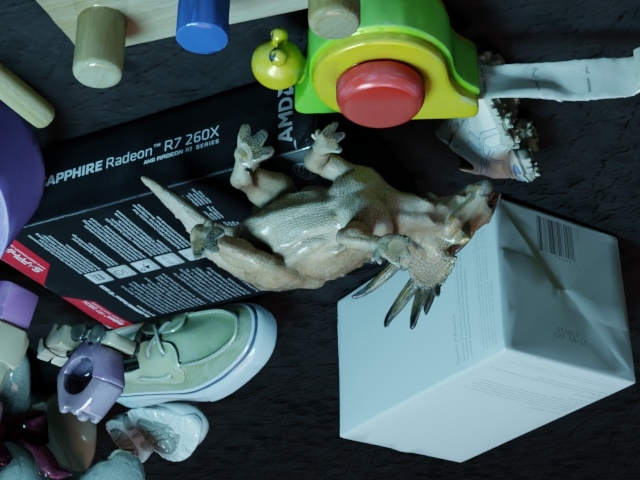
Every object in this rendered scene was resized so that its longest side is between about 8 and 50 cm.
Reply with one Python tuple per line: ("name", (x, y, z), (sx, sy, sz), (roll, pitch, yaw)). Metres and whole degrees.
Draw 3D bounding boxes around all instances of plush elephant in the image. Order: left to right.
("plush elephant", (-0.398, 0.262, 1.659), (0.272, 0.255, 0.330), (4, 145, -25))

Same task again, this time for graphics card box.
("graphics card box", (-0.115, -0.027, 1.261), (0.371, 0.094, 0.233), (-13, 148, 25))

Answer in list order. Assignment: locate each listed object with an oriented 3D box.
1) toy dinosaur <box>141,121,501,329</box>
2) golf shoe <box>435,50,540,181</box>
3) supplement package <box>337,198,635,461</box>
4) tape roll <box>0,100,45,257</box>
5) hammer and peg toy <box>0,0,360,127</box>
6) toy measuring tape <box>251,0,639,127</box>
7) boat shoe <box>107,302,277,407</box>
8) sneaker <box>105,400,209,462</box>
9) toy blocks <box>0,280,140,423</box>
("toy dinosaur", (0.000, 0.000, 1.102), (0.296, 0.127, 0.200), (-3, 157, 12))
("golf shoe", (0.139, -0.102, 1.155), (0.086, 0.069, 0.176), (-4, 150, 19))
("supplement package", (0.168, 0.107, 1.414), (0.178, 0.175, 0.293), (16, 147, -29))
("tape roll", (-0.344, -0.058, 1.141), (0.189, 0.080, 0.189), (9, 128, 11))
("hammer and peg toy", (-0.153, -0.215, 0.888), (0.361, 0.127, 0.266), (-9, 152, 17))
("toy measuring tape", (0.109, -0.152, 1.015), (0.330, 0.121, 0.121), (-2, 151, 3))
("boat shoe", (-0.180, 0.138, 1.549), (0.302, 0.109, 0.094), (-22, 142, 39))
("sneaker", (-0.197, 0.223, 1.705), (0.090, 0.115, 0.232), (54, 150, -12))
("toy blocks", (-0.418, 0.172, 1.383), (0.289, 0.260, 0.309), (0, 158, 40))
